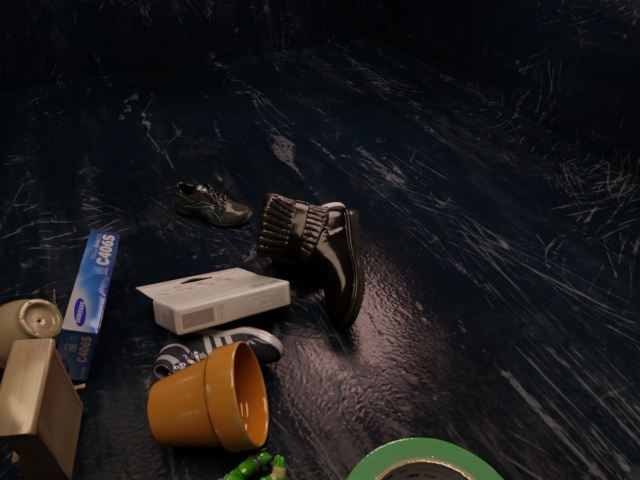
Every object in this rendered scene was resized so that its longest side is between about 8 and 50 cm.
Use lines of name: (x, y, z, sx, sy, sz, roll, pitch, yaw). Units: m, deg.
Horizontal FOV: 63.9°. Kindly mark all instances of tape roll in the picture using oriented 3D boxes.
tape roll: (0.185, 0.496, 0.863, 0.322, 0.077, 0.321, 0, 38, 0)

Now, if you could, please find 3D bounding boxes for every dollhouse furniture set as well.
dollhouse furniture set: (-0.657, 0.323, 0.886, 0.395, 0.256, 0.361, -1, 47, -11)

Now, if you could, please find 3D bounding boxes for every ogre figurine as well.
ogre figurine: (-0.100, 0.459, 0.900, 0.118, 0.096, 0.197, -4, 50, -35)

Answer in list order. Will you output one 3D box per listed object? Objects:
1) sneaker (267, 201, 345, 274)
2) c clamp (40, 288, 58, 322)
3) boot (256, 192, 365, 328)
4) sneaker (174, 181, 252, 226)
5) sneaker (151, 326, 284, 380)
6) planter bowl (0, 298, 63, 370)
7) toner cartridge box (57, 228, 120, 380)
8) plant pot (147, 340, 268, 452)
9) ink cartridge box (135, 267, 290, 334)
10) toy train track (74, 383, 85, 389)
sneaker: (0.000, 0.000, 1.482, 0.296, 0.104, 0.147, -35, 52, -29)
c clamp: (-0.739, 0.197, 1.285, 0.161, 0.022, 0.137, -17, 46, -23)
boot: (-0.035, 0.048, 1.294, 0.261, 0.131, 0.347, 8, 57, -16)
sneaker: (-0.347, -0.116, 1.620, 0.268, 0.106, 0.101, 11, 38, 11)
sneaker: (-0.230, 0.269, 1.129, 0.283, 0.099, 0.153, 3, 33, 14)
planter bowl: (-0.642, 0.196, 1.134, 0.109, 0.162, 0.162, -33, 31, 23)
toner cartridge box: (-0.553, 0.142, 1.227, 0.075, 0.165, 0.347, 12, 33, -21)
plant pot: (-0.223, 0.318, 1.007, 0.188, 0.205, 0.205, -14, 38, 6)
ink cartridge box: (-0.267, 0.140, 1.271, 0.297, 0.066, 0.261, -11, 11, -37)
toy train track: (-0.558, 0.331, 1.119, 0.084, 0.014, 0.048, -11, 32, -23)
